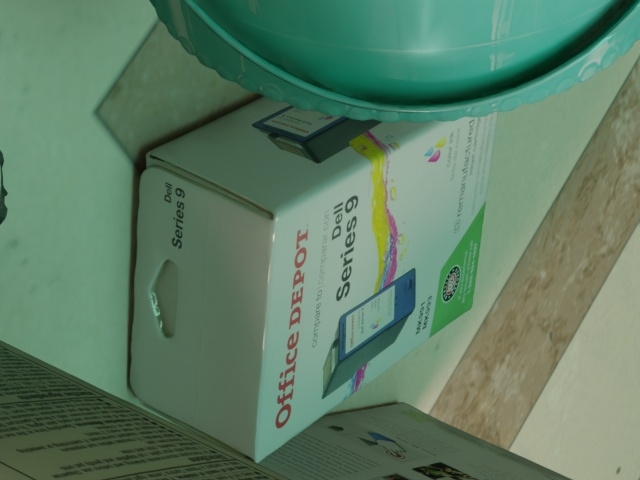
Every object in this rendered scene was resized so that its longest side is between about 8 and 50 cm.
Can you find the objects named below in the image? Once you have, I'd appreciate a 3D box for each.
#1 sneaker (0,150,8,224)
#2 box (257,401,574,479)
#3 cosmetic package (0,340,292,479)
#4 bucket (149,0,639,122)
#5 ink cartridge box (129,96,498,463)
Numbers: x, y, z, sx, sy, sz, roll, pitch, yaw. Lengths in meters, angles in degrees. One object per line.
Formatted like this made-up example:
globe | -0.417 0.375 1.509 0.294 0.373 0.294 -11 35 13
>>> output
sneaker | -0.214 0.017 0.618 0.271 0.100 0.108 -45 126 -40
box | 0.057 0.174 1.029 0.322 0.232 0.058 1 108 -58
cosmetic package | -0.096 0.143 0.690 0.153 0.296 0.129 4 105 -58
bucket | 0.035 -0.192 0.715 0.281 0.281 0.183 -46 150 -32
ink cartridge box | 0.000 0.000 0.958 0.212 0.093 0.154 -29 134 -45
